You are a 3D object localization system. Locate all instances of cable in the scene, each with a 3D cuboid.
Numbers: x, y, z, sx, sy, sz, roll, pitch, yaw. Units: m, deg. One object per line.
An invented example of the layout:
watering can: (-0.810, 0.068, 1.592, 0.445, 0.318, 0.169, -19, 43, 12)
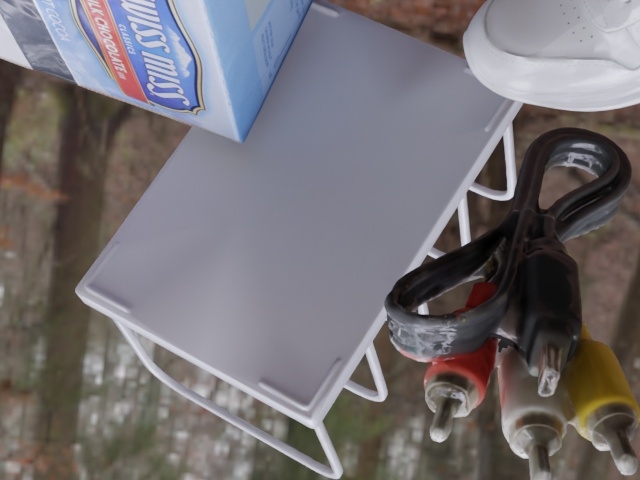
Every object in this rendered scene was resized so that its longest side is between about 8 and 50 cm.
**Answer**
cable: (0.111, 0.022, 0.814, 0.139, 0.072, 0.287, 12, -148, 4)

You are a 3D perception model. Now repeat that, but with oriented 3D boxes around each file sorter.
file sorter: (0.000, 0.000, 1.042, 0.193, 0.277, 0.173, 27, 161, 21)

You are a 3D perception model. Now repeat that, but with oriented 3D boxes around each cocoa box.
cocoa box: (-0.119, -0.256, 0.880, 0.228, 0.231, 0.347, 21, 161, 11)

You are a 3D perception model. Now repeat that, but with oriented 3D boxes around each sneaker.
sneaker: (0.212, -0.172, 0.772, 0.305, 0.114, 0.152, -19, 140, 16)
